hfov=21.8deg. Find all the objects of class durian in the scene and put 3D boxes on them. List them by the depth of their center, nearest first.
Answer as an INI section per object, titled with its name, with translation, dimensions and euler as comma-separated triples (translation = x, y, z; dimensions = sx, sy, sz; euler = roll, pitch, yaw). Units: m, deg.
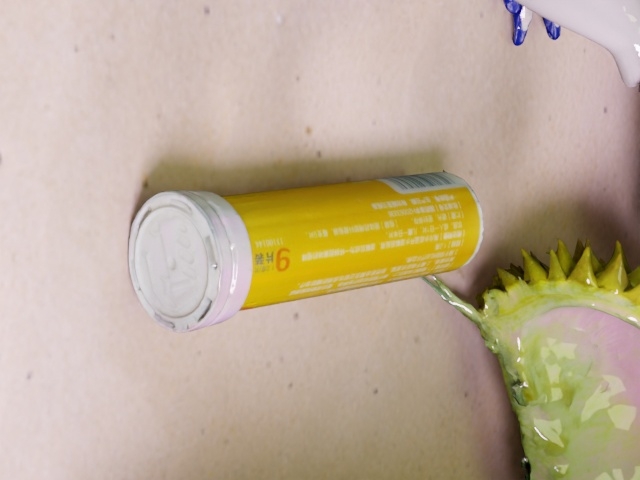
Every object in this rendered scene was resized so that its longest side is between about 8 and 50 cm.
[durian]
translation = 0.201, 0.147, 1.096
dimensions = 0.169, 0.157, 0.355
euler = -27, 117, -20

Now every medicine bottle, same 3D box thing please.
[medicine bottle]
translation = 0.000, 0.000, 0.925
dimensions = 0.218, 0.074, 0.074
euler = -8, 103, -45

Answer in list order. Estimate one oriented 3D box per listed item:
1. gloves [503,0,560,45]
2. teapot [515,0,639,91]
[gloves]
translation = 0.135, -0.165, 1.059
dimensions = 0.064, 0.026, 0.086
euler = -45, 130, -28
[teapot]
translation = 0.140, -0.292, 0.860
dimensions = 0.280, 0.252, 0.424
euler = 2, 97, -16
